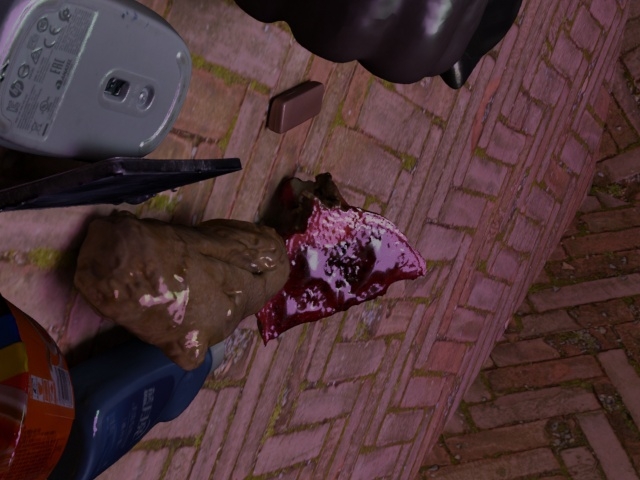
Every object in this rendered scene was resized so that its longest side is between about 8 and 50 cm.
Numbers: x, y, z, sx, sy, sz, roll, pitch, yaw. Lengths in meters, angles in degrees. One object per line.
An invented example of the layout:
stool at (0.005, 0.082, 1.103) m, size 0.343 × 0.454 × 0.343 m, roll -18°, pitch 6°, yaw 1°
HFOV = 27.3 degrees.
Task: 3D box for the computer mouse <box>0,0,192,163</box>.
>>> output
computer mouse at (-0.225, -0.155, 1.172) m, size 0.288 × 0.097 × 0.159 m, roll 9°, pitch 109°, yaw -59°

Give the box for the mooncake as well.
mooncake at (0.030, -0.291, 1.396) m, size 0.306 × 0.306 × 0.154 m, roll -25°, pitch 142°, yaw -62°

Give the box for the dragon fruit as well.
dragon fruit at (0.000, 0.000, 1.853) m, size 0.262 × 0.134 × 0.211 m, roll -19°, pitch 123°, yaw -17°

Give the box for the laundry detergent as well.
laundry detergent at (-0.207, 0.174, 1.528) m, size 0.290 × 0.094 × 0.143 m, roll -30°, pitch 140°, yaw -50°

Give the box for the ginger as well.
ginger at (-0.143, 0.044, 1.497) m, size 0.126 × 0.189 × 0.354 m, roll -33°, pitch 171°, yaw 28°

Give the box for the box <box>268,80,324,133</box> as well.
box at (-0.032, -0.178, 1.741) m, size 0.115 × 0.025 × 0.048 m, roll -37°, pitch 139°, yaw -55°

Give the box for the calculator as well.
calculator at (-0.195, -0.055, 1.289) m, size 0.262 × 0.161 × 0.021 m, roll -9°, pitch 85°, yaw -68°

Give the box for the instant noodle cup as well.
instant noodle cup at (-0.317, 0.129, 1.045) m, size 0.250 × 0.250 × 0.192 m, roll -65°, pitch 168°, yaw -6°

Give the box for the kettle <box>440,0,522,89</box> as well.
kettle at (0.169, -0.395, 1.806) m, size 0.324 × 0.228 × 0.320 m, roll 60°, pitch 24°, yaw -72°
